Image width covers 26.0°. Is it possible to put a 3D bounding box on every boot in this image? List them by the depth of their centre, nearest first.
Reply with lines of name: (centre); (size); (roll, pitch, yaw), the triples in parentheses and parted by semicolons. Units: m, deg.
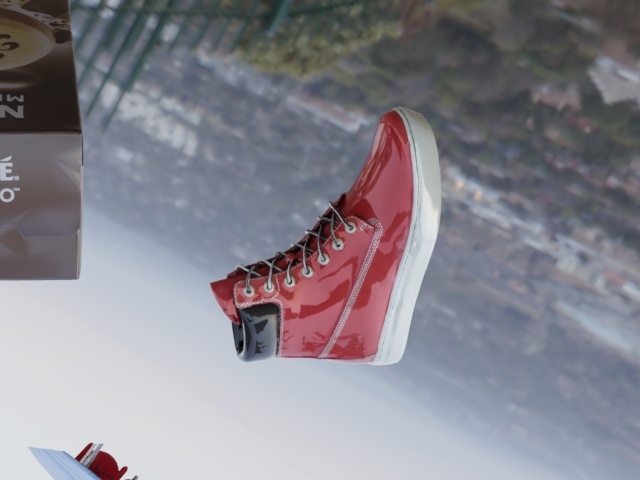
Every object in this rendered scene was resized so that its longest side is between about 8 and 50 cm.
boot: (0.000, 0.000, 1.183); (0.176, 0.244, 0.088); (2, -153, -18)

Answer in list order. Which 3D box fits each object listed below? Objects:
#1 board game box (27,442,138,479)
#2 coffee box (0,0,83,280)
board game box: (-0.178, 0.211, 1.182); (0.133, 0.033, 0.169); (47, 157, -15)
coffee box: (-0.268, -0.091, 1.043); (0.168, 0.118, 0.297); (0, -151, -13)
